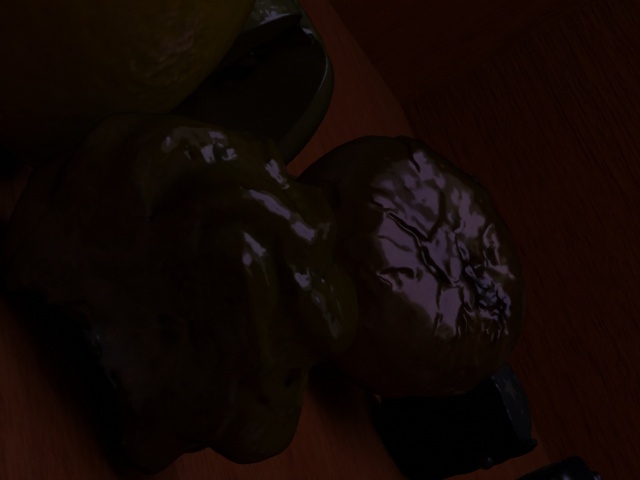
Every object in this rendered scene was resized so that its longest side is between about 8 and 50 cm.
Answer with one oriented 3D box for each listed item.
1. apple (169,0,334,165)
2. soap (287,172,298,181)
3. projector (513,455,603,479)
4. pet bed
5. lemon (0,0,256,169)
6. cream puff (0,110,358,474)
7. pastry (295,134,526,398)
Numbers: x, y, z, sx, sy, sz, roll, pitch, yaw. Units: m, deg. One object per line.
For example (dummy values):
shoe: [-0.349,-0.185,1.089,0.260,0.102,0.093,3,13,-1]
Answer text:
apple: [-0.124,-0.206,1.587,0.292,0.254,0.292,59,7,-12]
soap: [0.000,-0.070,2.190,0.168,0.033,0.089,41,2,3]
projector: [0.404,0.564,2.098,0.395,0.242,0.405,64,11,13]
pet bed: [0.206,0.278,1.992,0.183,0.210,0.159,54,24,-36]
lemon: [-0.207,-0.267,1.158,0.364,0.364,0.364,57,13,-21]
cream puff: [-0.100,0.021,1.142,0.323,0.274,0.270,62,21,-15]
pastry: [0.108,0.045,1.858,0.409,0.245,0.410,20,57,-35]
